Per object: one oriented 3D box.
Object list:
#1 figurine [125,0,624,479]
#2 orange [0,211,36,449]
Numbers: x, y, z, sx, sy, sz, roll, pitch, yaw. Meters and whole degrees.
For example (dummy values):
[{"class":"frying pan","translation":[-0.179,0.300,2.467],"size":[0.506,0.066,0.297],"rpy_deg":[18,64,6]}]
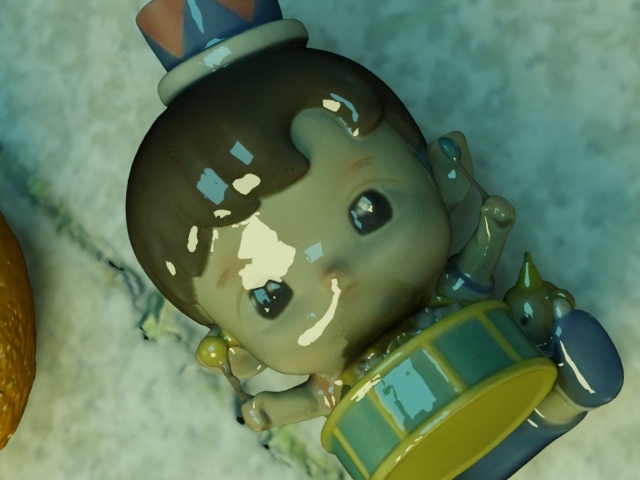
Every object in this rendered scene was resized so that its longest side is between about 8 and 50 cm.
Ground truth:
[{"class":"figurine","translation":[0.002,0.002,0.796],"size":[0.161,0.158,0.275],"rpy_deg":[-42,68,0]},{"class":"orange","translation":[-0.232,0.041,0.881],"size":[0.193,0.161,0.193],"rpy_deg":[0,90,17]}]
